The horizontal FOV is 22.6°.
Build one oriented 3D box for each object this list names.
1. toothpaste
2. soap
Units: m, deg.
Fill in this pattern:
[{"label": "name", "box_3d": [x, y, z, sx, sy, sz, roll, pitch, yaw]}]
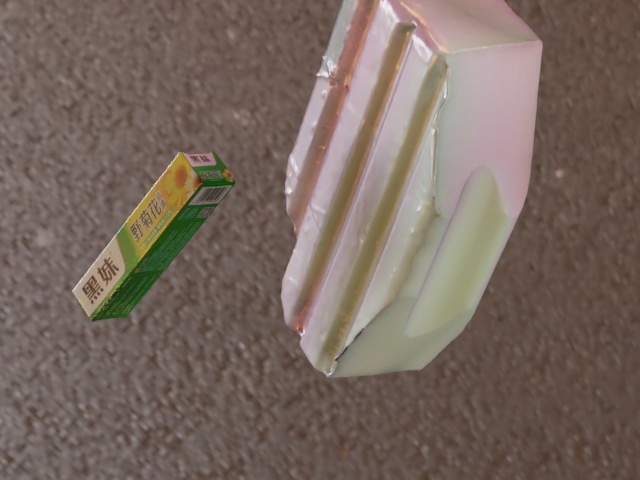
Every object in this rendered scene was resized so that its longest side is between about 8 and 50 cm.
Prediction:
[{"label": "toothpaste", "box_3d": [-0.138, -0.002, 1.309, 0.178, 0.043, 0.037, -48, 68, 31]}, {"label": "soap", "box_3d": [0.065, -0.043, 1.287, 0.109, 0.324, 0.193, -5, 42, -32]}]
